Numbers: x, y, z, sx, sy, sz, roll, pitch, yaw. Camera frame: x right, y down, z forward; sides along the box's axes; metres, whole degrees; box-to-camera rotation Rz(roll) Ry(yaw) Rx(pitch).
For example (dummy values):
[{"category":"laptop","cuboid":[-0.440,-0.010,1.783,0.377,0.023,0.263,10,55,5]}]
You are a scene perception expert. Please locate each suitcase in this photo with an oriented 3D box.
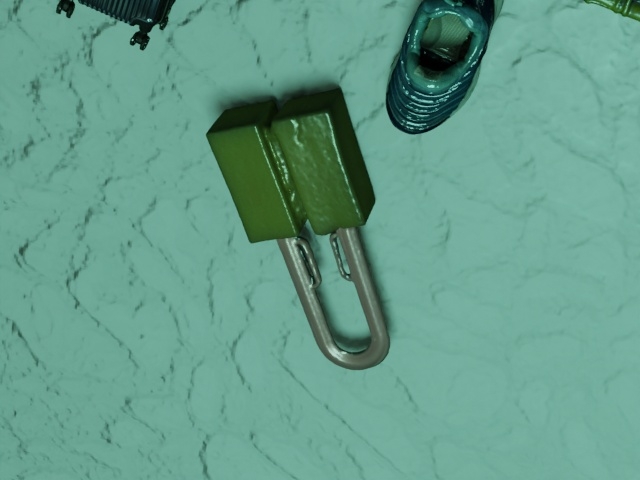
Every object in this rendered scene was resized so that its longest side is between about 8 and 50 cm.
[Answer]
[{"category":"suitcase","cuboid":[-0.138,-0.216,1.418,0.086,0.059,0.126,23,122,3]}]

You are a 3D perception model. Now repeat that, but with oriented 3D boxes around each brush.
[{"category":"brush","cuboid":[0.000,0.000,1.501,0.103,0.047,0.233,-10,115,22]}]

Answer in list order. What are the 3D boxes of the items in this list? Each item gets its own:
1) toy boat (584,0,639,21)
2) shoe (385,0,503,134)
[{"category":"toy boat","cuboid":[0.192,-0.196,1.347,0.115,0.016,0.063,20,122,7]},{"category":"shoe","cuboid":[0.086,-0.132,1.386,0.064,0.071,0.143,27,127,3]}]
